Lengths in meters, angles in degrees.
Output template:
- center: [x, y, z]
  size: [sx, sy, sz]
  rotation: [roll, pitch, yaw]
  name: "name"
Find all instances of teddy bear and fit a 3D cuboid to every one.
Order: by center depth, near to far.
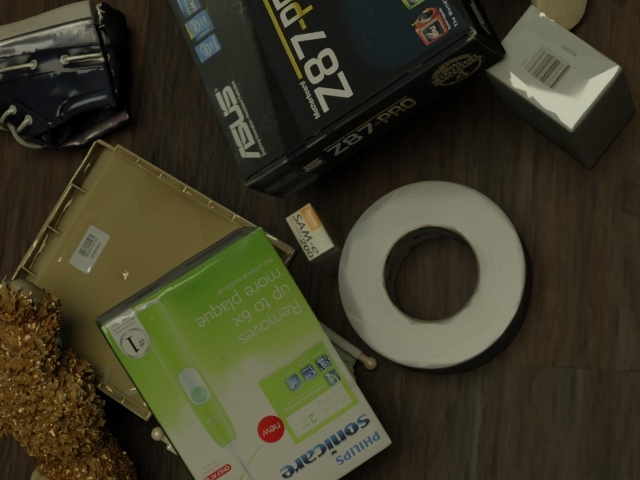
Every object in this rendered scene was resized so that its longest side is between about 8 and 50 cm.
- center: [-0.328, 0.187, 1.684]
  size: [0.245, 0.113, 0.338]
  rotation: [13, 126, 36]
  name: "teddy bear"

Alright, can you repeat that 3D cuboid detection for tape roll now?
- center: [0.134, 0.044, 1.701]
  size: [0.219, 0.072, 0.219]
  rotation: [-3, 78, 15]
  name: "tape roll"

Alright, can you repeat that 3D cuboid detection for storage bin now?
- center: [-0.216, 0.052, 1.774]
  size: [0.260, 0.123, 0.262]
  rotation: [30, 88, 20]
  name: "storage bin"

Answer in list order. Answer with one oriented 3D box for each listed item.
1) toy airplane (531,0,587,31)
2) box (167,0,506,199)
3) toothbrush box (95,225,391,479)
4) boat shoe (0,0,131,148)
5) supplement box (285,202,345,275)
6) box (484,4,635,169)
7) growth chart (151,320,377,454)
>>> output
- center: [0.268, -0.486, 1.669]
  size: [0.272, 0.384, 0.386]
  rotation: [21, 74, 48]
  name: "toy airplane"
- center: [-0.011, -0.295, 1.677]
  size: [0.318, 0.097, 0.395]
  rotation: [-32, 67, 23]
  name: "box"
- center: [-0.088, 0.155, 1.622]
  size: [0.206, 0.122, 0.283]
  rotation: [-31, 98, -10]
  name: "toothbrush box"
- center: [-0.400, -0.180, 1.871]
  size: [0.340, 0.127, 0.158]
  rotation: [-19, 66, 11]
  name: "boat shoe"
- center: [0.000, 0.000, 1.735]
  size: [0.036, 0.098, 0.062]
  rotation: [-32, 71, 7]
  name: "supplement box"
- center: [0.272, -0.170, 1.656]
  size: [0.130, 0.170, 0.091]
  rotation: [39, 92, 20]
  name: "box"
- center: [-0.069, 0.178, 1.702]
  size: [0.172, 0.021, 0.237]
  rotation: [41, 80, -5]
  name: "growth chart"
